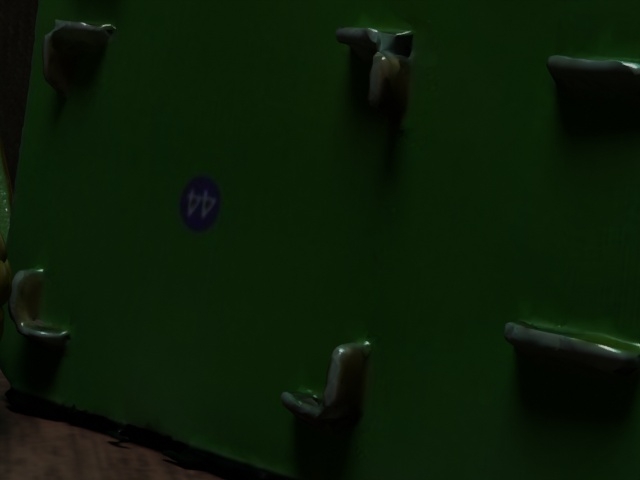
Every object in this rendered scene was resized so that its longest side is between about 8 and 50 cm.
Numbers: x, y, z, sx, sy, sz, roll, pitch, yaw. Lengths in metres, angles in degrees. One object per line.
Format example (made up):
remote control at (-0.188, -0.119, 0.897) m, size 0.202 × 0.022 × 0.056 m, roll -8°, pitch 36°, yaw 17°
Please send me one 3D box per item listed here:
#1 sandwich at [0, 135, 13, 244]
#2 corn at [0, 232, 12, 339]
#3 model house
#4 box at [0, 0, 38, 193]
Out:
sandwich at (-0.243, -0.027, 0.892) m, size 0.074 × 0.116 × 0.074 m, roll 0°, pitch 6°, yaw -36°
corn at (-0.189, 0.021, 0.384) m, size 0.130 × 0.130 × 0.347 m, roll 6°, pitch 1°, yaw 10°
model house at (0.090, -0.024, 0.560) m, size 0.357 × 0.242 × 0.313 m, roll 6°, pitch 2°, yaw 41°
box at (-0.164, -0.110, 1.020) m, size 0.184 × 0.273 × 0.143 m, roll 7°, pitch 5°, yaw 24°
